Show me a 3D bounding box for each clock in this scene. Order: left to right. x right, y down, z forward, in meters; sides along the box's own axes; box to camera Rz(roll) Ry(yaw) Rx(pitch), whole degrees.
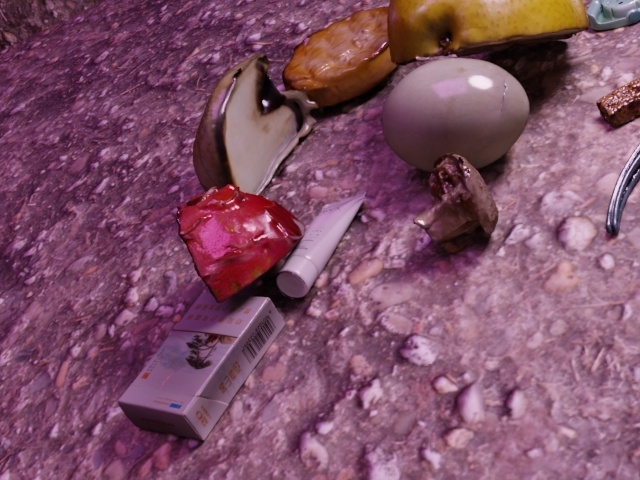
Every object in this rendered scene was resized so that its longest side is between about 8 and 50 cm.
[{"bbox_3d":[0.558,-0.430,1.622,0.135,0.041,0.101,-4,41,36],"label":"clock"}]

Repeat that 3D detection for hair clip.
[{"bbox_3d":[0.446,-0.092,1.256,0.070,0.039,0.229,12,55,48],"label":"hair clip"}]

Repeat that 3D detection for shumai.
[{"bbox_3d":[0.192,-0.053,1.317,0.116,0.145,0.145,-29,31,14],"label":"shumai"}]

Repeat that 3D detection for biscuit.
[{"bbox_3d":[0.058,-0.384,1.909,0.296,0.102,0.296,-24,32,16],"label":"biscuit"},{"bbox_3d":[0.528,-0.242,1.391,0.199,0.034,0.064,-27,32,4],"label":"biscuit"}]

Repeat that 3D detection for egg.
[{"bbox_3d":[0.214,-0.200,1.442,0.253,0.186,0.186,-2,42,35],"label":"egg"}]

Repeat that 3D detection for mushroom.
[{"bbox_3d":[-0.163,-0.230,1.761,0.292,0.217,0.212,-47,32,-24],"label":"mushroom"}]

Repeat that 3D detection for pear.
[{"bbox_3d":[0.281,-0.421,1.546,0.340,0.191,0.386,-3,12,31],"label":"pear"}]

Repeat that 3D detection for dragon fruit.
[{"bbox_3d":[-0.120,-0.012,1.435,0.189,0.162,0.261,-7,11,8],"label":"dragon fruit"}]

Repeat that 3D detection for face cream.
[{"bbox_3d":[0.000,0.000,1.468,0.092,0.058,0.243,-14,29,35],"label":"face cream"}]

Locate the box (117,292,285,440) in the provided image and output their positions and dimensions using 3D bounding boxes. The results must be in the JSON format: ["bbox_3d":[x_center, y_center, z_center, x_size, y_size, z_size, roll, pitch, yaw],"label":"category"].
[{"bbox_3d":[-0.176,0.182,1.342,0.150,0.067,0.233,-1,41,41],"label":"box"}]
